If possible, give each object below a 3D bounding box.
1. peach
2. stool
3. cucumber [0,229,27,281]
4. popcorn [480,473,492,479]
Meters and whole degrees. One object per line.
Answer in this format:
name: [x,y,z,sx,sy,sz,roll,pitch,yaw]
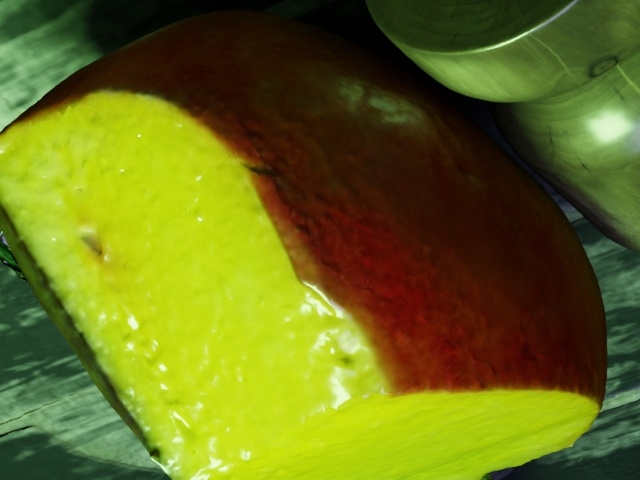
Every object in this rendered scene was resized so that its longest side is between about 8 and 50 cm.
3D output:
peach: [0.000,0.000,0.893,0.380,0.306,0.242,14,137,-43]
stool: [0.168,-0.121,0.862,0.179,0.179,0.264,-27,141,24]
cucumber: [-0.128,0.044,1.108,0.096,0.096,0.359,-23,142,19]
popcorn: [0.102,0.273,1.437,0.173,0.142,0.173,-4,137,-4]
